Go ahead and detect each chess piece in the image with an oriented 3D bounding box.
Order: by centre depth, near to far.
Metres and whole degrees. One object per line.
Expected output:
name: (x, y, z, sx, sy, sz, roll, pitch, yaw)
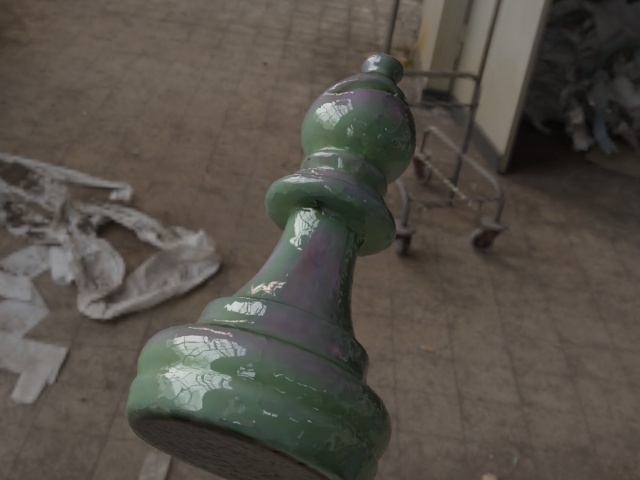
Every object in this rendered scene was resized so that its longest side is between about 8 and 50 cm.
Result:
chess piece: (0.000, 0.000, 0.530, 0.139, 0.139, 0.271, 15, 65, 10)
